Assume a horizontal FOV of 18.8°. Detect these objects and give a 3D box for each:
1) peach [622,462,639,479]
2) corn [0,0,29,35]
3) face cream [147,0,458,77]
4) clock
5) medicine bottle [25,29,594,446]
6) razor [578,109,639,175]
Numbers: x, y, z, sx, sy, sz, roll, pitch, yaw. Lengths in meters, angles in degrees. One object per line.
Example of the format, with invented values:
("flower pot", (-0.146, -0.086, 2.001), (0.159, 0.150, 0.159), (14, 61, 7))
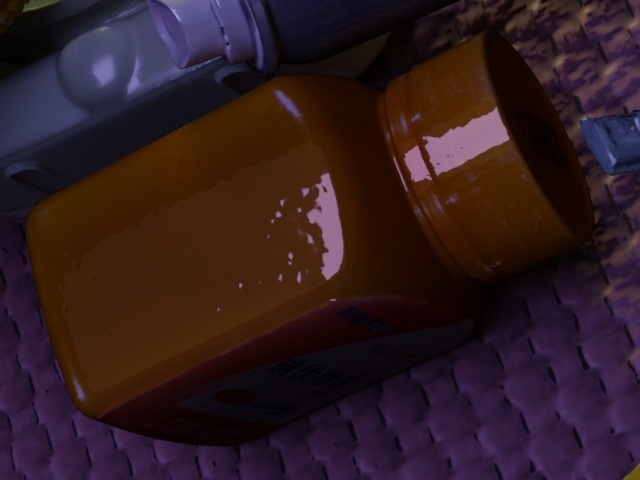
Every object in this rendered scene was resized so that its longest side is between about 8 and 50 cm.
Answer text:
("peach", (0.187, 0.164, 0.686), (0.231, 0.231, 0.231), (-7, 75, 26))
("corn", (-0.130, -0.178, 0.894), (0.067, 0.067, 0.206), (32, 90, 29))
("face cream", (0.062, -0.144, 0.839), (0.284, 0.073, 0.073), (-25, 65, -11))
("clock", (-0.118, -0.191, 0.991), (0.265, 0.109, 0.324), (-24, 68, 21))
("medicine bottle", (0.000, 0.001, 0.861), (0.222, 0.149, 0.112), (-26, 69, 19))
("razor", (0.154, -0.171, 0.791), (0.111, 0.056, 0.277), (-10, 101, -15))
